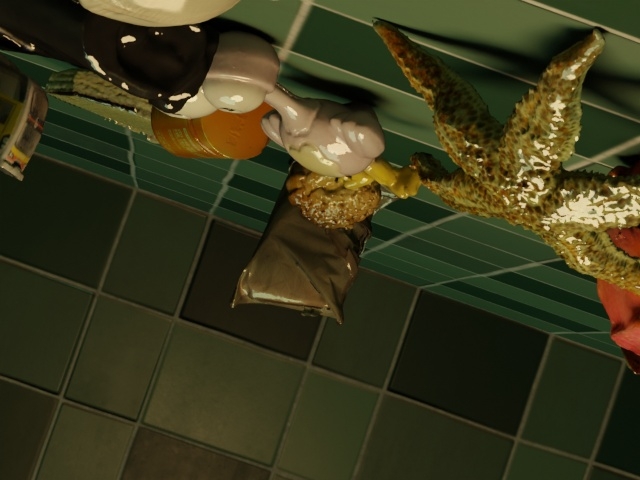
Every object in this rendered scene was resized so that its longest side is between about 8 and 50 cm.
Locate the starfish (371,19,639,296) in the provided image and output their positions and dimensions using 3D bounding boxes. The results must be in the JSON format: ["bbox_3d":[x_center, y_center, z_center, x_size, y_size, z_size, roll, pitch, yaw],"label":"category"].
[{"bbox_3d":[0.165,-0.066,1.389,0.347,0.078,0.358,36,161,22],"label":"starfish"}]

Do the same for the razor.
[{"bbox_3d":[-0.245,-0.213,1.552,0.327,0.107,0.189,22,177,40],"label":"razor"}]

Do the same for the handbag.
[{"bbox_3d":[0.000,0.000,2.363,0.183,0.270,0.117,9,142,19],"label":"handbag"}]

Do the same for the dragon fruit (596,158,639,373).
[{"bbox_3d":[0.381,0.049,1.604,0.291,0.189,0.290,19,176,1],"label":"dragon fruit"}]

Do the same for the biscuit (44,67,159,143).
[{"bbox_3d":[-0.226,-0.170,2.319,0.252,0.052,0.150,20,172,-34],"label":"biscuit"}]

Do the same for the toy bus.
[{"bbox_3d":[-0.373,-0.153,1.587,0.268,0.106,0.092,28,175,7],"label":"toy bus"}]

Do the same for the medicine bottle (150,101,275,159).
[{"bbox_3d":[-0.123,-0.140,1.991,0.096,0.096,0.192,21,175,-22],"label":"medicine bottle"}]

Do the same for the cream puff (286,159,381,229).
[{"bbox_3d":[0.020,-0.066,2.276,0.133,0.104,0.119,14,167,37],"label":"cream puff"}]

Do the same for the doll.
[{"bbox_3d":[-0.047,-0.137,1.762,0.160,0.094,0.365,10,171,46],"label":"doll"}]

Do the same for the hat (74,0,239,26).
[{"bbox_3d":[-0.092,-0.189,1.115,0.219,0.164,0.226,21,-164,-30],"label":"hat"}]
